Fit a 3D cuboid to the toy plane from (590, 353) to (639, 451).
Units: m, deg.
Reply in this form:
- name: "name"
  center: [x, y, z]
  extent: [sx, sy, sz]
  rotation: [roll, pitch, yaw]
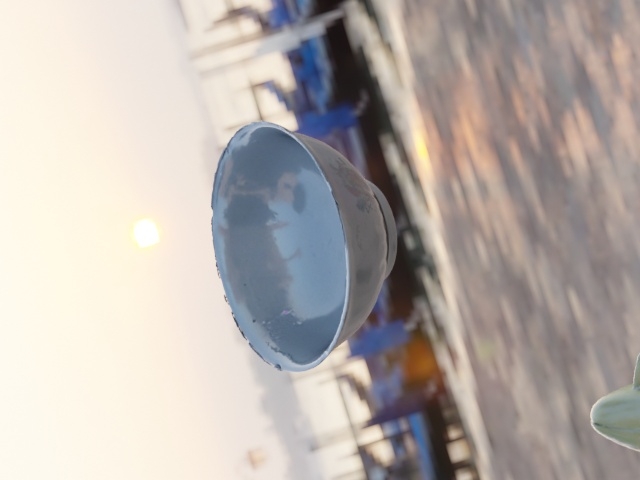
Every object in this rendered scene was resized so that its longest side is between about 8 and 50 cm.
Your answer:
- name: "toy plane"
  center: [0.329, 0.126, 1.364]
  extent: [0.229, 0.244, 0.092]
  rotation: [-71, -18, -61]

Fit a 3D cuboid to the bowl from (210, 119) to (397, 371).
- name: "bowl"
  center: [0.000, 0.000, 1.337]
  extent: [0.189, 0.086, 0.189]
  rotation: [20, 115, 54]
